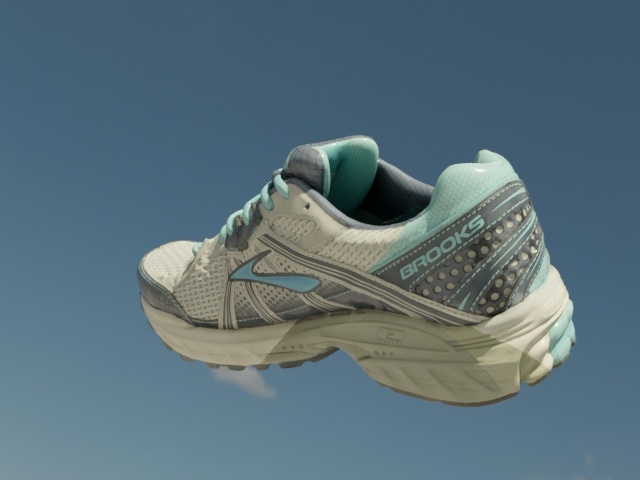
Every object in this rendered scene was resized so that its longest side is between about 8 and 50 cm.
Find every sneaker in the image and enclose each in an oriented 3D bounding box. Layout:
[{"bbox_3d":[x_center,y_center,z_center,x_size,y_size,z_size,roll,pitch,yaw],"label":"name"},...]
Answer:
[{"bbox_3d":[0.000,0.000,0.493,0.283,0.110,0.122,0,-66,37],"label":"sneaker"}]
